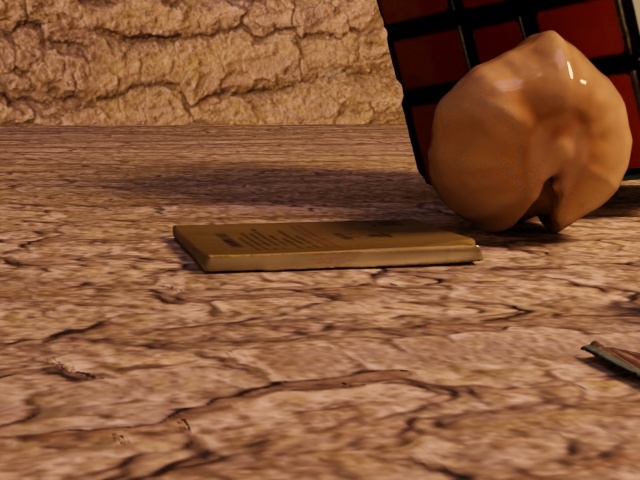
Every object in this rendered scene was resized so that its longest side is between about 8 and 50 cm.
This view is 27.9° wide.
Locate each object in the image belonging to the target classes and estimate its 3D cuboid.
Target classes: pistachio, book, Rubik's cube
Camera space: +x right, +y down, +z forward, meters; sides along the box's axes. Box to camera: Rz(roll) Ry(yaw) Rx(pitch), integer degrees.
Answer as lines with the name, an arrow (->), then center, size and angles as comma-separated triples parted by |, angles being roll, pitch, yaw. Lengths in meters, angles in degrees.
pistachio -> 0.158, -0.080, 1.023 | 0.157, 0.157, 0.229 | 0, -4, -4
book -> 0.000, 0.000, 0.920 | 0.192, 0.013, 0.168 | -2, 8, -14
Rubik's cube -> 0.251, -0.220, 1.253 | 0.283, 0.293, 0.288 | 0, 17, 44

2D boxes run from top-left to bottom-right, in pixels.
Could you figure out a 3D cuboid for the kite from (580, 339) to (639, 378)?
kite -> 0.262, 0.063, 0.515 | 0.335, 0.011, 0.314 | 6, 10, 30
